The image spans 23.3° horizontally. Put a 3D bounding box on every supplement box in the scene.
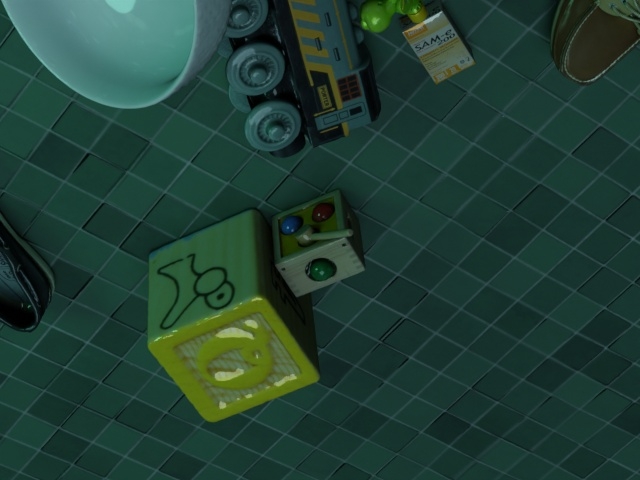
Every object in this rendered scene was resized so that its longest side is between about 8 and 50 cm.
[{"bbox_3d":[0.154,-0.262,2.045,0.062,0.036,0.098,-27,127,16],"label":"supplement box"}]

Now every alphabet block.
[{"bbox_3d":[-0.126,0.108,2.227,0.192,0.197,0.193,-24,128,15],"label":"alphabet block"}]

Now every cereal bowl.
[{"bbox_3d":[-0.230,-0.336,1.828,0.339,0.141,0.339,23,130,29],"label":"cereal bowl"}]

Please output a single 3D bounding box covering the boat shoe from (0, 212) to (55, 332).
[{"bbox_3d":[-0.504,0.013,2.168,0.127,0.113,0.340,-26,127,16],"label":"boat shoe"}]

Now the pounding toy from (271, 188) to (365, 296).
[{"bbox_3d":[0.000,0.000,2.183,0.130,0.141,0.100,-22,128,13],"label":"pounding toy"}]

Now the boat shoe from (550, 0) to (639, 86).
[{"bbox_3d":[0.405,-0.327,1.947,0.123,0.120,0.324,20,122,-21],"label":"boat shoe"}]

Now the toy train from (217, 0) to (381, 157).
[{"bbox_3d":[-0.040,-0.259,1.976,0.190,0.142,0.334,-20,128,-4],"label":"toy train"}]

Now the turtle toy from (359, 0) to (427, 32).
[{"bbox_3d":[0.093,-0.317,1.950,0.066,0.130,0.095,7,150,36],"label":"turtle toy"}]
